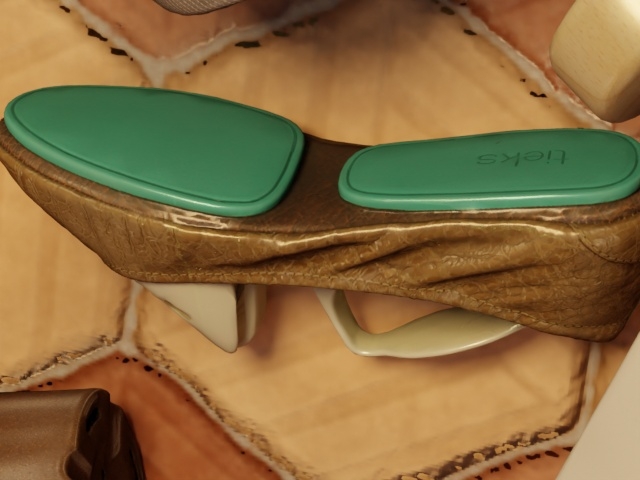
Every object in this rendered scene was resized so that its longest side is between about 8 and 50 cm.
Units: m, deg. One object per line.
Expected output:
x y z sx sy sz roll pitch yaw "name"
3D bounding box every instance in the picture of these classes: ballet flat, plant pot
0.000 0.000 0.928 0.342 0.116 0.124 5 122 12 "ballet flat"
-0.186 0.149 0.982 0.165 0.167 0.167 -8 99 11 "plant pot"

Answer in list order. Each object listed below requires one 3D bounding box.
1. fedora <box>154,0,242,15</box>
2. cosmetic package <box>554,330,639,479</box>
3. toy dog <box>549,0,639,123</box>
-0.038 -0.192 0.838 0.243 0.275 0.124 -27 122 0 "fedora"
0.257 0.053 0.759 0.097 0.284 0.377 43 115 41 "cosmetic package"
0.178 -0.203 0.708 0.220 0.161 0.334 32 69 6 "toy dog"
